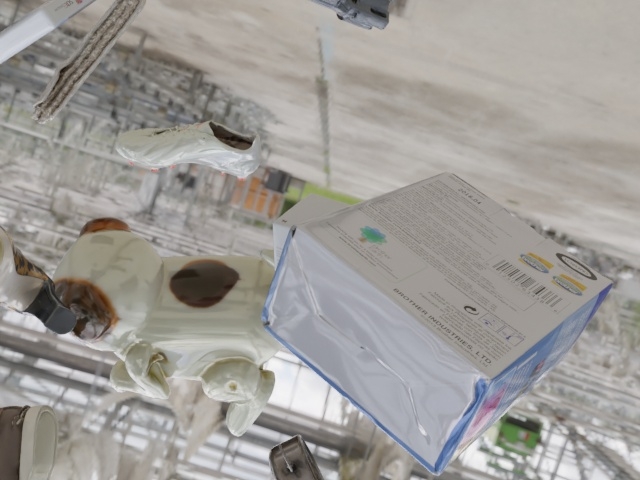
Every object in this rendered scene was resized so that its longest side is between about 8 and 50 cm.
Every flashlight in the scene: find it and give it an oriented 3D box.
[{"bbox_3d":[-0.037,-0.397,1.173,0.304,0.103,0.103,11,-173,-33],"label":"flashlight"}]

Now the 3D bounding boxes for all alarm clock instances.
[{"bbox_3d":[-0.031,0.330,1.121,0.192,0.064,0.129,73,172,-51],"label":"alarm clock"}]

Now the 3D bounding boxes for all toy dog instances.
[{"bbox_3d":[-0.260,0.128,1.407,0.408,0.284,0.395,19,145,-18],"label":"toy dog"}]

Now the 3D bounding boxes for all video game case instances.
[{"bbox_3d":[-0.297,-0.197,0.793,0.023,0.201,0.183,57,-156,-23],"label":"video game case"}]

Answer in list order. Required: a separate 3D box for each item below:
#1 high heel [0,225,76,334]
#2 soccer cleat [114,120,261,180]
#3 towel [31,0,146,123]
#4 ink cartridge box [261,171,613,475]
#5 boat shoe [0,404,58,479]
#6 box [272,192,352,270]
[{"bbox_3d":[-0.448,0.022,1.074,0.186,0.093,0.261,21,156,53],"label":"high heel"},{"bbox_3d":[-0.176,-0.133,1.099,0.196,0.076,0.068,7,-135,-9],"label":"soccer cleat"},{"bbox_3d":[-0.404,-0.329,1.427,0.049,0.282,0.187,39,-174,-20],"label":"towel"},{"bbox_3d":[0.164,0.064,0.982,0.270,0.151,0.395,38,-144,24],"label":"ink cartridge box"},{"bbox_3d":[-0.467,0.408,1.211,0.096,0.324,0.116,-1,161,6],"label":"boat shoe"},{"bbox_3d":[0.000,0.000,1.163,0.102,0.087,0.101,18,-143,27],"label":"box"}]
